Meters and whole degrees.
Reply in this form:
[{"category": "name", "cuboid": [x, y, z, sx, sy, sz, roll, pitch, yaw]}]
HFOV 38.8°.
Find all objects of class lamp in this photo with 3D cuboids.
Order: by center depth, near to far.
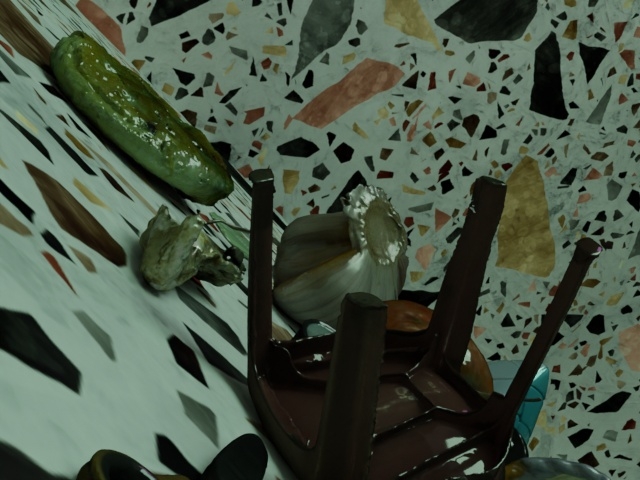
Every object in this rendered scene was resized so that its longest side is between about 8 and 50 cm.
[{"category": "lamp", "cuboid": [0.089, 0.210, 1.021, 0.371, 0.108, 0.130, 26, 27, -41]}]

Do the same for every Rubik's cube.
[{"category": "Rubik's cube", "cuboid": [0.334, 0.316, 1.711, 0.254, 0.254, 0.254, 47, 2, -2]}]

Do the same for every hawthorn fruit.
[{"category": "hawthorn fruit", "cuboid": [0.079, 0.129, 0.790, 0.149, 0.149, 0.189, 46, -4, -12]}]

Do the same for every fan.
[{"category": "fan", "cuboid": [-0.112, 0.006, 1.330, 0.131, 0.009, 0.240, 45, 2, 5]}]

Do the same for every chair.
[{"category": "chair", "cuboid": [0.047, 0.127, 0.614, 0.175, 0.183, 0.326, -132, -137, -53]}]

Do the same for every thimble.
[{"category": "thimble", "cuboid": [0.256, 0.305, 0.984, 0.151, 0.127, 0.118, 16, -18, 20]}]

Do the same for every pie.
[{"category": "pie", "cuboid": [-0.217, -0.148, 1.105, 0.277, 0.078, 0.277, 45, 0, 0]}]

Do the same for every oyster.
[{"category": "oyster", "cuboid": [-0.112, 0.011, 0.707, 0.106, 0.061, 0.200, 29, -7, 19]}]

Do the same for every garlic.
[{"category": "garlic", "cuboid": [0.000, 0.000, 1.150, 0.257, 0.207, 0.207, 40, 1, 2]}]

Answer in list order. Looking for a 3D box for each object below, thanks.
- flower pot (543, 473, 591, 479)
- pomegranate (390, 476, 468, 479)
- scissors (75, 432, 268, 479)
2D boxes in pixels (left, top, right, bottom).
[{"category": "flower pot", "cuboid": [0.218, 0.270, 0.648, 0.212, 0.212, 0.202, 47, -14, -11]}, {"category": "pomegranate", "cuboid": [0.021, 0.129, 0.208, 0.122, 0.122, 0.161, -128, -148, -75]}, {"category": "scissors", "cuboid": [-0.043, 0.109, 0.391, 0.088, 0.017, 0.220, 44, 1, 4]}]
